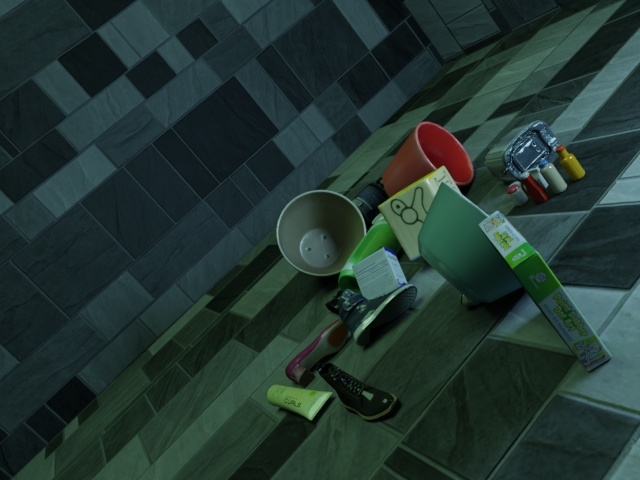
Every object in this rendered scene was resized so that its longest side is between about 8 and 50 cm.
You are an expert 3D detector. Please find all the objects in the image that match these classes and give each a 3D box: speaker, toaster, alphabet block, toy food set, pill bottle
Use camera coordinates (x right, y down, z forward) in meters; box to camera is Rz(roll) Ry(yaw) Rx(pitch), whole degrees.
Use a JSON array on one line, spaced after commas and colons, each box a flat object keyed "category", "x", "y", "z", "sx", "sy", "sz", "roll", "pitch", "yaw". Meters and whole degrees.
[{"category": "speaker", "x": 0.173, "y": 0.058, "z": 2.023, "sx": 0.131, "sy": 0.131, "sz": 0.296, "roll": -23, "pitch": 22, "yaw": 47}, {"category": "toaster", "x": 0.613, "y": -0.264, "z": 1.891, "sx": 0.227, "sy": 0.129, "sz": 0.146, "roll": -45, "pitch": 11, "yaw": -8}, {"category": "alphabet block", "x": 0.324, "y": -0.084, "z": 1.848, "sx": 0.192, "sy": 0.197, "sz": 0.193, "roll": -30, "pitch": 2, "yaw": 31}, {"category": "toy food set", "x": 0.598, "y": -0.175, "z": 1.700, "sx": 0.111, "sy": 0.104, "sz": 0.232, "roll": -48, "pitch": 17, "yaw": -27}, {"category": "pill bottle", "x": 0.213, "y": -0.165, "z": 2.578, "sx": 0.219, "sy": 0.123, "sz": 0.123, "roll": -45, "pitch": 15, "yaw": -18}]

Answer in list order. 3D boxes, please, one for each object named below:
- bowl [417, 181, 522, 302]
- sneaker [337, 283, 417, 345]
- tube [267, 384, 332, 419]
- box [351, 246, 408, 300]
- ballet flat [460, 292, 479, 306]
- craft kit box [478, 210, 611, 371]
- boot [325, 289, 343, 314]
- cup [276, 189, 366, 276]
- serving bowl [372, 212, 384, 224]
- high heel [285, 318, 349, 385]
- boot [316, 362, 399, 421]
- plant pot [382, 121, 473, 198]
[{"category": "bowl", "x": 0.343, "y": 0.024, "z": 1.401, "sx": 0.163, "sy": 0.311, "sz": 0.311, "roll": -48, "pitch": 14, "yaw": 8}, {"category": "sneaker", "x": 0.151, "y": 0.169, "z": 1.733, "sx": 0.226, "sy": 0.086, "sz": 0.163, "roll": -40, "pitch": 41, "yaw": 1}, {"category": "tube", "x": -0.062, "y": 0.433, "z": 1.658, "sx": 0.240, "sy": 0.062, "sz": 0.070, "roll": -7, "pitch": 76, "yaw": 56}, {"category": "box", "x": 0.179, "y": 0.111, "z": 1.822, "sx": 0.126, "sy": 0.137, "sz": 0.072, "roll": -32, "pitch": -26, "yaw": 27}, {"category": "ballet flat", "x": 0.383, "y": 0.111, "z": 1.533, "sx": 0.052, "sy": 0.057, "sz": 0.168, "roll": -1, "pitch": 34, "yaw": 19}, {"category": "craft kit box", "x": 0.409, "y": 0.084, "z": 1.136, "sx": 0.061, "sy": 0.250, "sz": 0.246, "roll": -37, "pitch": 14, "yaw": 9}, {"category": "boot", "x": 0.074, "y": 0.197, "z": 2.032, "sx": 0.099, "sy": 0.045, "sz": 0.121, "roll": -40, "pitch": 14, "yaw": -13}, {"category": "cup", "x": 0.000, "y": 0.000, "z": 2.345, "sx": 0.331, "sy": 0.331, "sz": 0.237, "roll": -43, "pitch": -10, "yaw": -12}, {"category": "serving bowl", "x": 0.247, "y": -0.084, "z": 2.444, "sx": 0.083, "sy": 0.027, "sz": 0.083, "roll": -36, "pitch": 16, "yaw": 12}, {"category": "high heel", "x": -0.011, "y": 0.318, "z": 1.816, "sx": 0.244, "sy": 0.082, "sz": 0.117, "roll": -56, "pitch": 27, "yaw": -9}, {"category": "boot", "x": 0.077, "y": 0.344, "z": 1.412, "sx": 0.077, "sy": 0.137, "sz": 0.198, "roll": -50, "pitch": 18, "yaw": -31}, {"category": "plant pot", "x": 0.372, "y": -0.250, "z": 2.211, "sx": 0.243, "sy": 0.275, "sz": 0.275, "roll": -42, "pitch": 10, "yaw": 42}]
